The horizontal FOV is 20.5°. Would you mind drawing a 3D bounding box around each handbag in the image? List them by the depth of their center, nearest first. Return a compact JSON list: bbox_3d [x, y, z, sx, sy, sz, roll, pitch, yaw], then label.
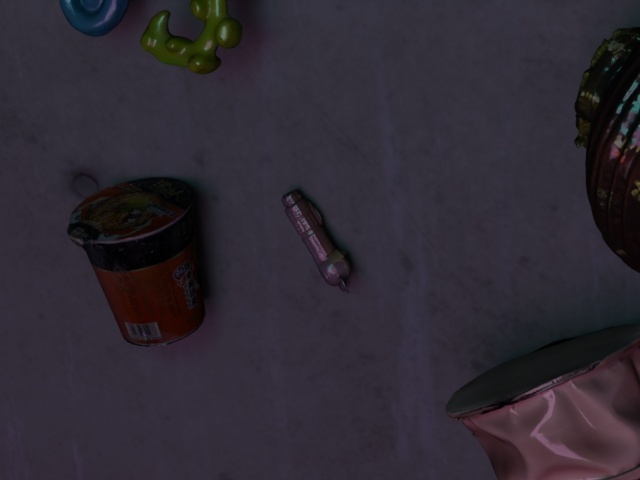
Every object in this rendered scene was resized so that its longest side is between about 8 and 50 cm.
[{"bbox_3d":[0.226,0.157,1.578,0.205,0.179,0.116,-21,96,23],"label":"handbag"}]

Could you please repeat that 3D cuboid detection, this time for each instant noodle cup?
[{"bbox_3d":[-0.168,0.025,1.724,0.127,0.127,0.135,0,121,23],"label":"instant noodle cup"}]

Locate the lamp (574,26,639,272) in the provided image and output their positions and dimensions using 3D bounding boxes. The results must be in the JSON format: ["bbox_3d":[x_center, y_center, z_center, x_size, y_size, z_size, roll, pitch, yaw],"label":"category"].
[{"bbox_3d":[0.313,-0.079,1.408,0.247,0.247,0.247,9,116,19],"label":"lamp"}]

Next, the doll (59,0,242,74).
[{"bbox_3d":[-0.147,-0.336,1.570,0.341,0.099,0.346,19,115,29],"label":"doll"}]

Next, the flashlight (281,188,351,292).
[{"bbox_3d":[0.000,0.000,1.686,0.031,0.052,0.110,-31,93,-5],"label":"flashlight"}]
